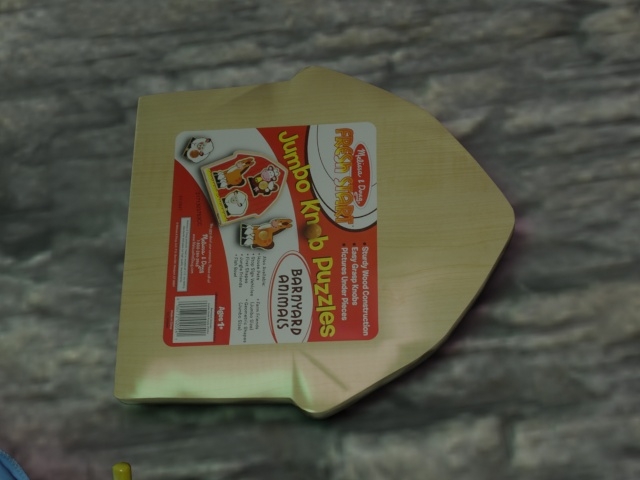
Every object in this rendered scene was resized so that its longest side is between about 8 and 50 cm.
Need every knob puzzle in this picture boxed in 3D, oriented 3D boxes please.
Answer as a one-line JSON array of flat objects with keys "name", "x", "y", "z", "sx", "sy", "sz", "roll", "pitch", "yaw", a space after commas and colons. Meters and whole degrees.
[{"name": "knob puzzle", "x": 0.000, "y": 0.000, "z": 0.673, "sx": 0.213, "sy": 0.030, "sz": 0.213, "roll": -3, "pitch": 63, "yaw": 6}]

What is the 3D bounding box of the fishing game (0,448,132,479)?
[{"name": "fishing game", "x": -0.192, "y": 0.134, "z": 0.575, "sx": 0.264, "sy": 0.041, "sz": 0.189, "roll": -2, "pitch": 103, "yaw": 18}]
